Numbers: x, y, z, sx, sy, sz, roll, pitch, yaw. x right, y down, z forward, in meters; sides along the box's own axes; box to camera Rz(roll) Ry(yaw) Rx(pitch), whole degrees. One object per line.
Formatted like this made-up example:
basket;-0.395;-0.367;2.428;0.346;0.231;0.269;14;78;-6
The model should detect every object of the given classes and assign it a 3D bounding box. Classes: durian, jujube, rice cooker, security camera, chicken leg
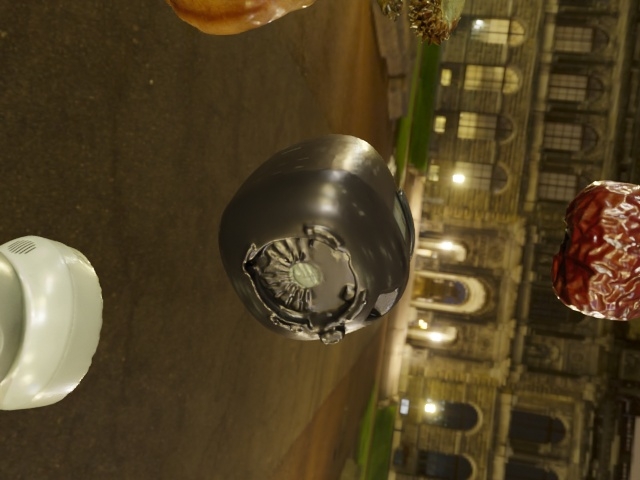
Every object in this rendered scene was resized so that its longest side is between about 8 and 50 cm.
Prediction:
durian;0.296;-0.589;1.529;0.144;0.139;0.251;-149;-109;-70
jujube;0.508;0.016;1.102;0.213;0.213;0.232;-27;126;-80
rice cooker;0.000;0.000;0.881;0.224;0.268;0.267;-76;170;-57
security camera;-0.364;0.074;0.640;0.236;0.195;0.194;19;77;-57
chicken leg;0.119;-0.589;1.412;0.227;0.088;0.103;59;-2;-19

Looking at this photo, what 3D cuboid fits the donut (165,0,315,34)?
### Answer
donut;-0.099;-0.429;0.876;0.317;0.299;0.150;58;-2;37
